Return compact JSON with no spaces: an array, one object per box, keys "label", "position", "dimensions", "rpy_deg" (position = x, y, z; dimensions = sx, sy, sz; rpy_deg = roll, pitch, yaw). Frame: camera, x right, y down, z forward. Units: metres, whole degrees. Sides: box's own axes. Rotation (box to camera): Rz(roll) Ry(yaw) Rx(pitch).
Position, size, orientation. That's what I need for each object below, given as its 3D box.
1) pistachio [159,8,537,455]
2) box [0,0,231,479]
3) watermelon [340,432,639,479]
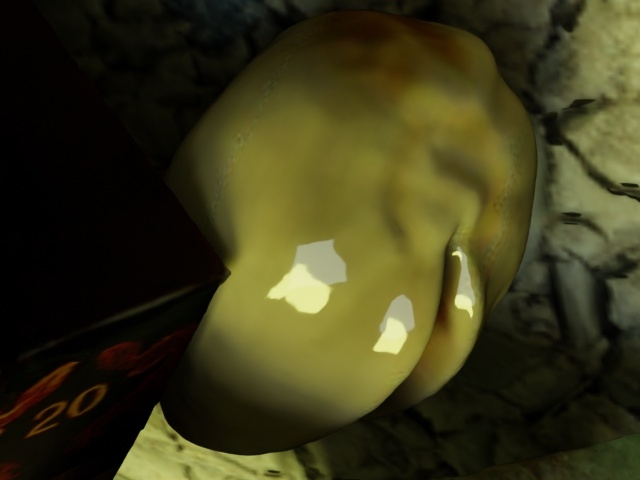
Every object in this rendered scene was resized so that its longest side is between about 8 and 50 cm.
[{"label":"pistachio","position":[0.000,0.000,0.629],"dimensions":[0.144,0.144,0.215],"rpy_deg":[33,142,-7]},{"label":"box","position":[-0.209,0.046,0.701],"dimensions":[0.264,0.116,0.415],"rpy_deg":[54,141,18]},{"label":"watermelon","position":[-0.001,0.189,0.672],"dimensions":[0.302,0.151,0.264],"rpy_deg":[-3,155,-37]}]
